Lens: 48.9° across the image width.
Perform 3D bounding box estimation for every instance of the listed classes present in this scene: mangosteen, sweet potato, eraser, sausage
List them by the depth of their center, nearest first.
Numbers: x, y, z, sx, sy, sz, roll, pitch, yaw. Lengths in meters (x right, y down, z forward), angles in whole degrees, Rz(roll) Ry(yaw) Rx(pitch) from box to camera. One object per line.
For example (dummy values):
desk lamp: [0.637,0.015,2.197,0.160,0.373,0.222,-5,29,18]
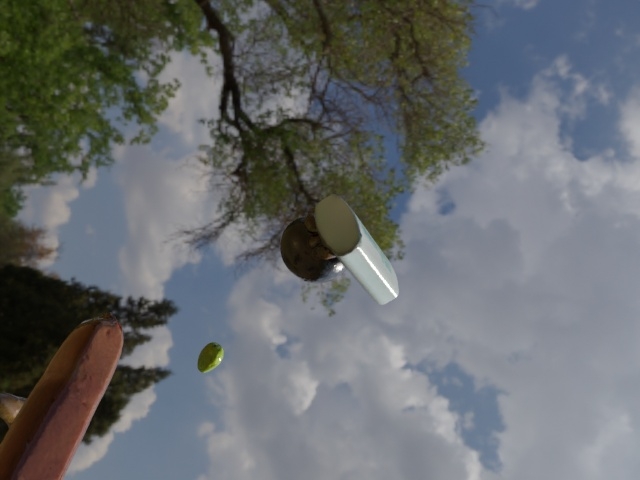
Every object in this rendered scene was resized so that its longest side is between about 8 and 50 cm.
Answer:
sausage: [-0.329,0.220,0.879,0.089,0.083,0.300,-32,-151,46]
eraser: [0.095,0.027,1.807,0.290,0.104,0.189,49,8,-51]
sweet potato: [-0.724,0.458,1.809,0.092,0.341,0.114,2,-106,28]
mangosteen: [0.000,0.000,1.986,0.211,0.211,0.250,63,-37,34]

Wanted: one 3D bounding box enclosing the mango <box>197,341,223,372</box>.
mango: [-0.328,0.348,2.081,0.108,0.056,0.073,-51,-133,20]
